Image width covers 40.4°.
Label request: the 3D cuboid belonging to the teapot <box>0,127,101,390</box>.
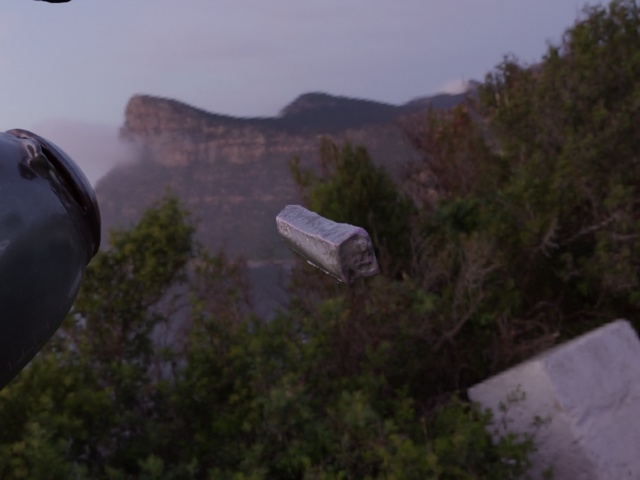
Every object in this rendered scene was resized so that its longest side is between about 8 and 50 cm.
[{"bbox_3d":[-0.333,0.050,0.726,0.312,0.233,0.315,-40,-5,-36],"label":"teapot"}]

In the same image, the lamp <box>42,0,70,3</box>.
[{"bbox_3d":[-0.254,-0.303,0.562,0.108,0.130,0.371,1,-19,12],"label":"lamp"}]

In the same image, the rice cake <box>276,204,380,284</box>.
[{"bbox_3d":[0.000,0.000,0.742,0.036,0.047,0.206,-15,10,-13],"label":"rice cake"}]
